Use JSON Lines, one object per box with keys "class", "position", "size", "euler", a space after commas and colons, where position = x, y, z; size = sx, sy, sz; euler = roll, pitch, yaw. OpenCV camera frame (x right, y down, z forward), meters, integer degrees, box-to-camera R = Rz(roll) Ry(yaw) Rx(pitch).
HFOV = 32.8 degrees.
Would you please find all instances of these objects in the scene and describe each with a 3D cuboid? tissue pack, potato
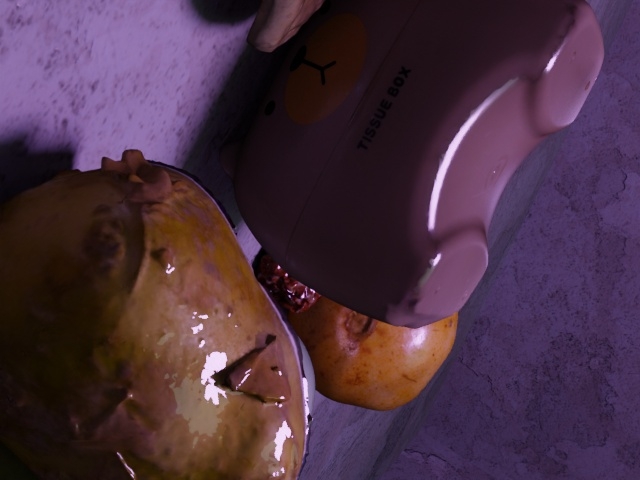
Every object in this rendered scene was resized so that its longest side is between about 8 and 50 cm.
{"class": "tissue pack", "position": [0.089, -0.122, 1.129], "size": [0.387, 0.277, 0.267], "euler": [-60, 157, 6]}
{"class": "potato", "position": [-0.161, 0.097, 0.804], "size": [0.246, 0.299, 0.196], "euler": [-32, 173, 32]}

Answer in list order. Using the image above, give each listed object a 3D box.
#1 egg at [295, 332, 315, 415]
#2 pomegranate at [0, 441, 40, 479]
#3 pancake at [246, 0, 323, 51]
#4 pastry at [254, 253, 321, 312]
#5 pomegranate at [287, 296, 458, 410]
{"class": "egg", "position": [-0.110, 0.168, 1.204], "size": [0.203, 0.203, 0.283], "euler": [-61, 169, 6]}
{"class": "pomegranate", "position": [-0.287, 0.245, 0.920], "size": [0.210, 0.180, 0.180], "euler": [-28, 169, 13]}
{"class": "pancake", "position": [0.013, -0.266, 0.946], "size": [0.242, 0.050, 0.242], "euler": [-60, -176, 7]}
{"class": "pastry", "position": [0.000, 0.001, 1.441], "size": [0.208, 0.097, 0.115], "euler": [-54, 173, -23]}
{"class": "pomegranate", "position": [0.077, 0.120, 1.594], "size": [0.264, 0.264, 0.264], "euler": [-52, 162, -24]}
